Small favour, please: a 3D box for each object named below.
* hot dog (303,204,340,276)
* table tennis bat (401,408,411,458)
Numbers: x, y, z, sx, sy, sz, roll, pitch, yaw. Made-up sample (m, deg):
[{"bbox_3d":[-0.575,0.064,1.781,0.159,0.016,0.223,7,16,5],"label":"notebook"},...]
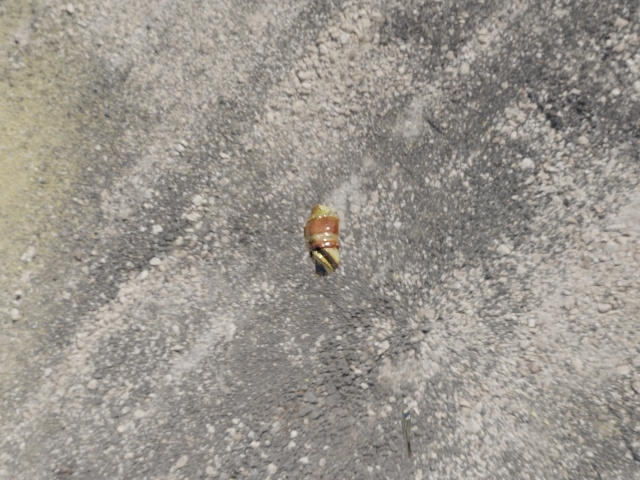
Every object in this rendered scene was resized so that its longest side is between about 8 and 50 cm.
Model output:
[{"bbox_3d":[0.000,0.000,1.404,0.103,0.146,0.213,2,68,-10],"label":"hot dog"},{"bbox_3d":[0.181,0.400,1.055,0.014,0.158,0.095,-5,48,4],"label":"table tennis bat"}]
